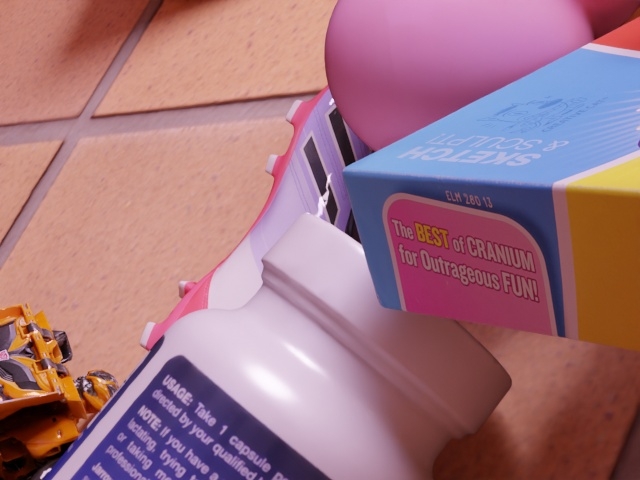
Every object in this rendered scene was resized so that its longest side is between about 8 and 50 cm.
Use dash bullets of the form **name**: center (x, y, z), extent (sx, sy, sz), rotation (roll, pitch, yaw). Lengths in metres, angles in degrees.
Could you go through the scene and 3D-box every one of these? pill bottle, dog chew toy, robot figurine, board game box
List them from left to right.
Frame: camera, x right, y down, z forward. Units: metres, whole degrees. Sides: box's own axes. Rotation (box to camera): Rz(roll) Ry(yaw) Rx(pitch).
- **robot figurine**: center (-0.260, 0.127, 0.927), extent (0.291, 0.085, 0.211), rotation (-20, 34, -13)
- **pill bottle**: center (-0.043, 0.127, 0.705), extent (0.265, 0.153, 0.153), rotation (-51, 32, -4)
- **dog chew toy**: center (0.087, -0.181, 0.776), extent (0.206, 0.206, 0.332), rotation (-5, 65, 47)
- **board game box**: center (0.197, -0.035, 0.569), extent (0.242, 0.064, 0.316), rotation (-29, 21, -32)

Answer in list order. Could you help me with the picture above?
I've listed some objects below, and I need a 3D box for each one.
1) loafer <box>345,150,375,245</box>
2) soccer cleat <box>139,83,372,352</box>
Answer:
- **loafer**: center (0.078, -0.050, 0.840), extent (0.170, 0.062, 0.061), rotation (-54, 37, -7)
- **soccer cleat**: center (0.000, 0.000, 0.878), extent (0.095, 0.083, 0.248), rotation (26, 69, 27)
